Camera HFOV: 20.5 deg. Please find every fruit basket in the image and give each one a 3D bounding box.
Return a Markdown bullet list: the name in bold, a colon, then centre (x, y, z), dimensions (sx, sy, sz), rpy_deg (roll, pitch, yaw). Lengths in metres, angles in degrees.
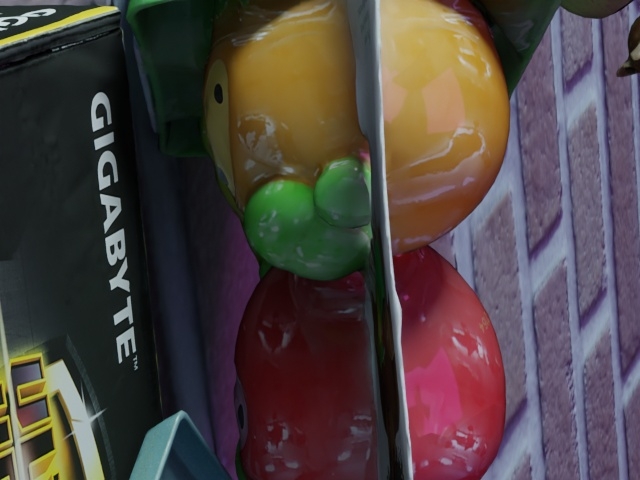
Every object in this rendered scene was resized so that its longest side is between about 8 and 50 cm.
- **fruit basket**: centre (0.000, 0.000, 0.691), dimensions (0.327, 0.165, 0.353), rpy_deg (101, -10, -80)

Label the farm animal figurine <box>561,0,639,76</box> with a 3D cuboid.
- **farm animal figurine**: centre (0.127, -0.186, 0.747), dimensions (0.327, 0.172, 0.330), rpy_deg (61, -5, -1)

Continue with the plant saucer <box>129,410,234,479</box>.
- **plant saucer**: centre (-0.071, 0.157, 0.618), dimensions (0.067, 0.018, 0.192), rpy_deg (63, 36, -49)

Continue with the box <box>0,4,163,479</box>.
- **box**: centre (-0.139, 0.103, 0.572), dimensions (0.257, 0.079, 0.322), rpy_deg (-32, 122, -60)
